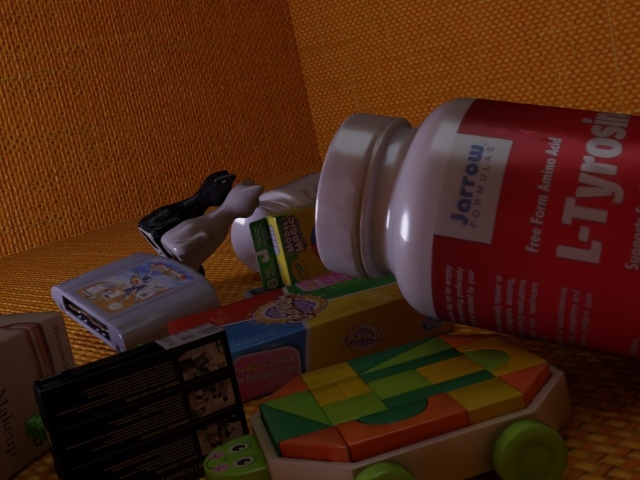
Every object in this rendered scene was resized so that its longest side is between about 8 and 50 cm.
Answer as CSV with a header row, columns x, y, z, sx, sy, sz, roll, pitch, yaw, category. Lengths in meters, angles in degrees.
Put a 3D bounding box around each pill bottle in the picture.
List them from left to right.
x,y,z,sx,sy,sz,roll,pitch,yaw,category
-0.053,-0.037,1.707,0.160,0.160,0.283,-7,11,28,pill bottle
0.215,-0.017,0.825,0.408,0.229,0.229,10,18,21,pill bottle

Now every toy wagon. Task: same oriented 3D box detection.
x,y,z,sx,sy,sz,roll,pitch,yaw,category
0.040,0.168,0.744,0.344,0.068,0.267,-14,10,-11,toy wagon

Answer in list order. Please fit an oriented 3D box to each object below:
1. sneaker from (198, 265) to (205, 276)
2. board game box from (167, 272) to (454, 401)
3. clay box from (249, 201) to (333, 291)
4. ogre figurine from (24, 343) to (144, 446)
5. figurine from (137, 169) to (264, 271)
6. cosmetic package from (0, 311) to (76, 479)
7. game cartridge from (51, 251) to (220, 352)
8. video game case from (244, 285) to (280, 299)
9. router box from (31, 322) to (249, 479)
x,y,z,sx,sy,sz,roll,pitch,yaw,category
-0.319,0.084,1.613,0.082,0.069,0.209,2,18,45,sneaker
-0.021,0.114,1.120,0.317,0.064,0.242,-16,11,-21,board game box
0.000,0.000,1.405,0.222,0.127,0.053,-18,11,-25,clay box
-0.200,0.176,0.910,0.197,0.096,0.118,-21,19,15,ogre figurine
-0.213,-0.050,1.571,0.209,0.092,0.215,-43,29,-14,figurine
-0.399,0.192,0.896,0.129,0.153,0.296,-6,13,22,cosmetic package
-0.304,0.095,1.411,0.198,0.062,0.297,-28,29,-31,game cartridge
-0.016,0.085,1.396,0.201,0.023,0.183,-15,11,-11,video game case
-0.163,0.168,0.793,0.179,0.133,0.046,-16,12,-25,router box
